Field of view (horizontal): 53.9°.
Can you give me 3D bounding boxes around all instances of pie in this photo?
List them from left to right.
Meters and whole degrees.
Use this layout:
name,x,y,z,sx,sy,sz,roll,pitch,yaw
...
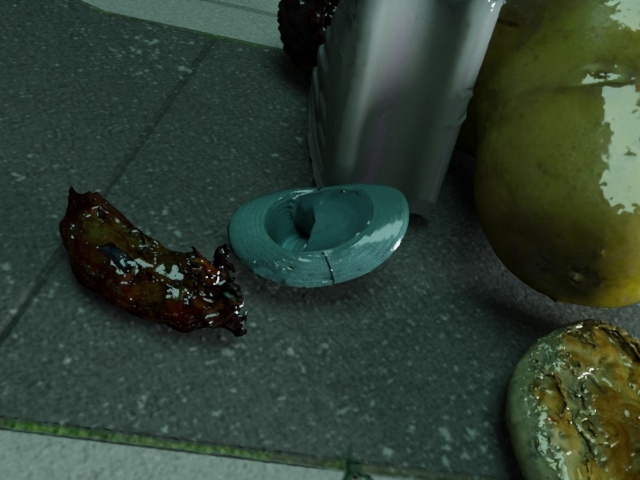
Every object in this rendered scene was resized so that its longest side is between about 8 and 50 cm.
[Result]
name,x,y,z,sx,sy,sz,roll,pitch,yaw
pie,0.300,0.193,0.592,0.274,0.055,0.274,12,46,-13

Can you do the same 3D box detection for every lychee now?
name,x,y,z,sx,sy,sz,roll,pitch,yaw
lychee,0.032,-0.314,0.912,0.188,0.188,0.188,9,46,-9

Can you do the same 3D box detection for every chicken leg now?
name,x,y,z,sx,sy,sz,roll,pitch,yaw
chicken leg,-0.166,0.023,0.603,0.234,0.063,0.105,23,41,6

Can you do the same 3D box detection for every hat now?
name,x,y,z,sx,sy,sz,roll,pitch,yaw
hat,0.000,0.000,0.672,0.191,0.078,0.138,-6,41,3

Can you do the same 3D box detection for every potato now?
name,x,y,z,sx,sy,sz,roll,pitch,yaw
potato,0.247,-0.098,0.710,0.397,0.290,0.296,28,58,25

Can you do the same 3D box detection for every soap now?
name,x,y,z,sx,sy,sz,roll,pitch,yaw
soap,0.077,-0.211,0.743,0.159,0.302,0.257,5,44,-8
